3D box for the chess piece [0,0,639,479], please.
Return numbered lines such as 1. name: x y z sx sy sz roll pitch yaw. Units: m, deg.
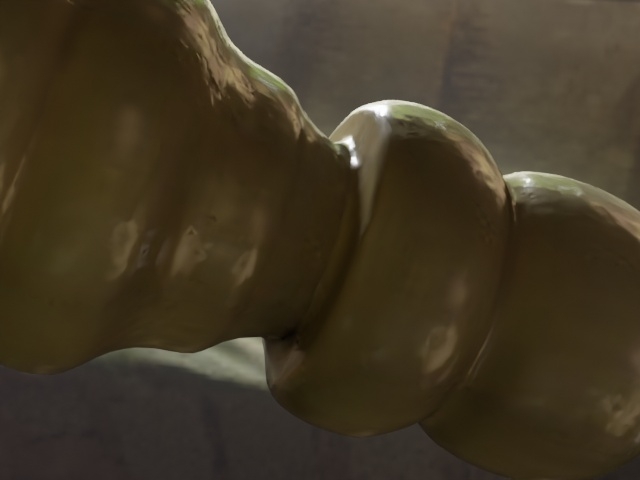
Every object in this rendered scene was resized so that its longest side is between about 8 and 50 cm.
1. chess piece: 0.000 0.000 0.547 0.167 0.299 0.167 -161 90 -77
